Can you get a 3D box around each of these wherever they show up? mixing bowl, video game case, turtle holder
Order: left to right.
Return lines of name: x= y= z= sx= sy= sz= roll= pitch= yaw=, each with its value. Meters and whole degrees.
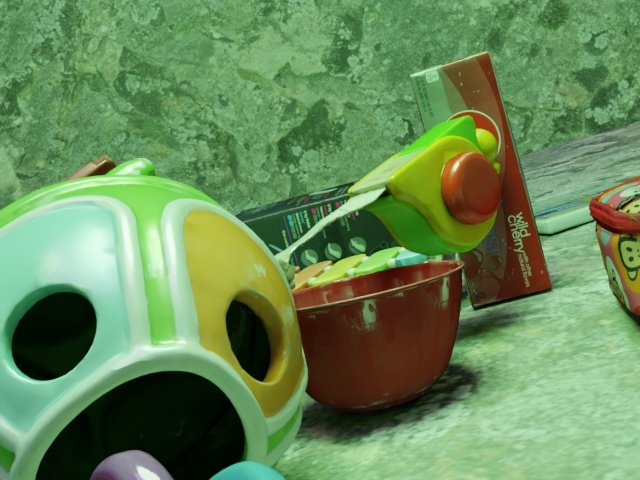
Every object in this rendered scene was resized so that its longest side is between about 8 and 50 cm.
turtle holder: x=-0.160 y=0.099 z=0.559 sx=0.320 sy=0.244 sz=0.227 roll=-14 pitch=21 yaw=-16
mixing bowl: x=0.040 y=0.084 z=0.752 sx=0.181 sy=0.098 sz=0.181 roll=-12 pitch=2 yaw=0
video game case: x=0.397 y=-0.052 z=1.385 sx=0.212 sy=0.023 sz=0.193 roll=-17 pitch=6 yaw=-12

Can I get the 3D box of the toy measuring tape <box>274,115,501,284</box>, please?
toy measuring tape: x=0.078 y=-0.011 z=0.841 sx=0.121 sy=0.121 sz=0.330 roll=-9 pitch=23 yaw=49

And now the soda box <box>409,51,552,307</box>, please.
soda box: x=0.177 y=-0.068 z=0.991 sx=0.092 sy=0.264 sz=0.083 roll=-15 pitch=6 yaw=10

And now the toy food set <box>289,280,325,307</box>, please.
toy food set: x=-0.050 y=0.079 z=0.945 sx=0.232 sy=0.111 sz=0.104 roll=0 pitch=24 yaw=48

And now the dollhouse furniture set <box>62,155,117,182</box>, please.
dollhouse furniture set: x=-0.250 y=0.122 z=0.783 sx=0.374 sy=0.201 sz=0.152 roll=-41 pitch=-26 yaw=-18

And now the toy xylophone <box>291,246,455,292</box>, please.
toy xylophone: x=0.030 y=0.055 z=1.141 sx=0.322 sy=0.081 sz=0.236 roll=-15 pitch=6 yaw=10

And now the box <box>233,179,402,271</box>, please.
box: x=0.000 y=0.000 z=1.400 sx=0.270 sy=0.144 sz=0.165 roll=-15 pitch=9 yaw=12

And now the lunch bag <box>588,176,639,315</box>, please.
lunch bag: x=0.385 y=-0.019 z=0.759 sx=0.293 sy=0.120 sz=0.258 roll=-14 pitch=3 yaw=10

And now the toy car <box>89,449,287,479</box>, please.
toy car: x=-0.067 y=0.148 z=0.329 sx=0.182 sy=0.136 sz=0.159 roll=-21 pitch=7 yaw=-33
